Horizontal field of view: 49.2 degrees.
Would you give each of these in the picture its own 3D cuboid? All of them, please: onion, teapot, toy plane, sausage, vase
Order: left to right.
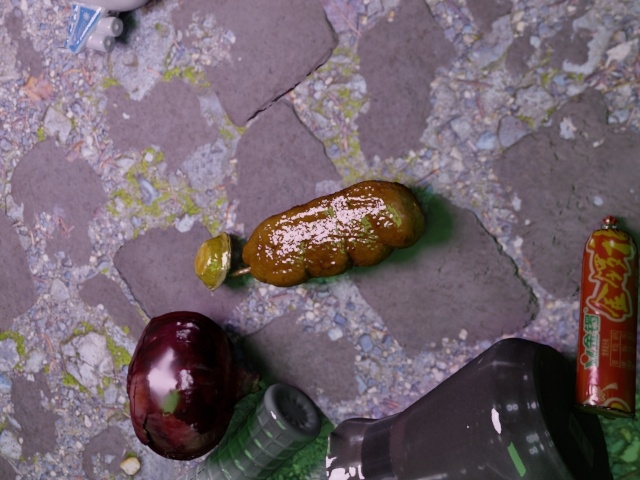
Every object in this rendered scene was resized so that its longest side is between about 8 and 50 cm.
[{"bbox_3d":[-0.382,-0.431,1.111,0.266,0.122,0.267,5,105,19],"label":"toy plane"},{"bbox_3d":[-0.204,0.229,1.136,0.219,0.252,0.252,-5,101,-7],"label":"onion"},{"bbox_3d":[-0.131,0.376,1.184,0.143,0.143,0.299,44,111,8],"label":"vase"},{"bbox_3d":[0.213,0.312,0.987,0.344,0.253,0.300,-28,118,32],"label":"teapot"},{"bbox_3d":[0.370,0.093,0.903,0.083,0.083,0.264,2,72,22],"label":"sausage"}]

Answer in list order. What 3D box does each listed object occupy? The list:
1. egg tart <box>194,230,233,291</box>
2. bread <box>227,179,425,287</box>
[{"bbox_3d":[-0.178,0.033,1.149,0.105,0.039,0.105,-27,57,52],"label":"egg tart"},{"bbox_3d":[-0.001,0.000,1.073,0.344,0.084,0.124,-20,88,26],"label":"bread"}]
